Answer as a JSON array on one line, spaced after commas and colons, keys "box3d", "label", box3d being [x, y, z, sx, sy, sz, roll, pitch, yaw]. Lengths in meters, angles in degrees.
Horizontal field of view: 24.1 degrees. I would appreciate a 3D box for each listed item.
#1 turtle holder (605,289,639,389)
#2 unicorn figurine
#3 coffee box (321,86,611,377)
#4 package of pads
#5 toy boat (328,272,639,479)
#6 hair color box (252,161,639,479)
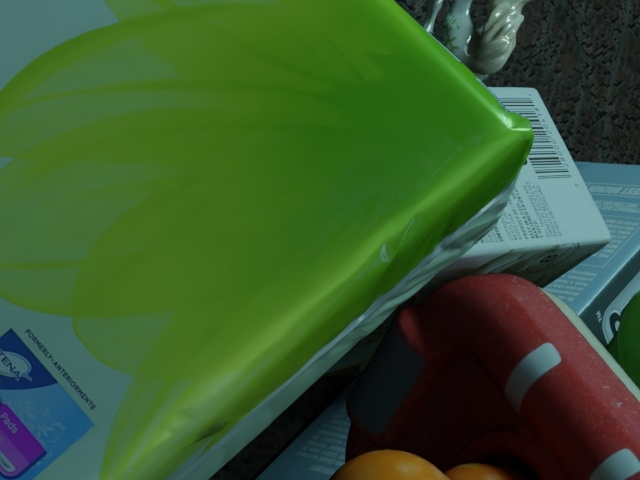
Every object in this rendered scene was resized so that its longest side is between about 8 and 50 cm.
[{"box3d": [0.262, 0.156, 0.783, 0.227, 0.243, 0.320, -9, 92, -60], "label": "turtle holder"}, {"box3d": [0.057, -0.095, 0.816, 0.060, 0.162, 0.111, 12, 72, -15], "label": "unicorn figurine"}, {"box3d": [0.000, 0.000, 0.720, 0.246, 0.141, 0.098, -5, 64, -42], "label": "coffee box"}, {"box3d": [-0.108, -0.012, 0.537, 0.296, 0.229, 0.101, -40, 165, -10], "label": "package of pads"}, {"box3d": [0.064, 0.119, 0.621, 0.151, 0.231, 0.151, 6, 124, -38], "label": "toy boat"}, {"box3d": [0.115, 0.131, 0.880, 0.374, 0.113, 0.185, -42, 121, -31], "label": "hair color box"}]
